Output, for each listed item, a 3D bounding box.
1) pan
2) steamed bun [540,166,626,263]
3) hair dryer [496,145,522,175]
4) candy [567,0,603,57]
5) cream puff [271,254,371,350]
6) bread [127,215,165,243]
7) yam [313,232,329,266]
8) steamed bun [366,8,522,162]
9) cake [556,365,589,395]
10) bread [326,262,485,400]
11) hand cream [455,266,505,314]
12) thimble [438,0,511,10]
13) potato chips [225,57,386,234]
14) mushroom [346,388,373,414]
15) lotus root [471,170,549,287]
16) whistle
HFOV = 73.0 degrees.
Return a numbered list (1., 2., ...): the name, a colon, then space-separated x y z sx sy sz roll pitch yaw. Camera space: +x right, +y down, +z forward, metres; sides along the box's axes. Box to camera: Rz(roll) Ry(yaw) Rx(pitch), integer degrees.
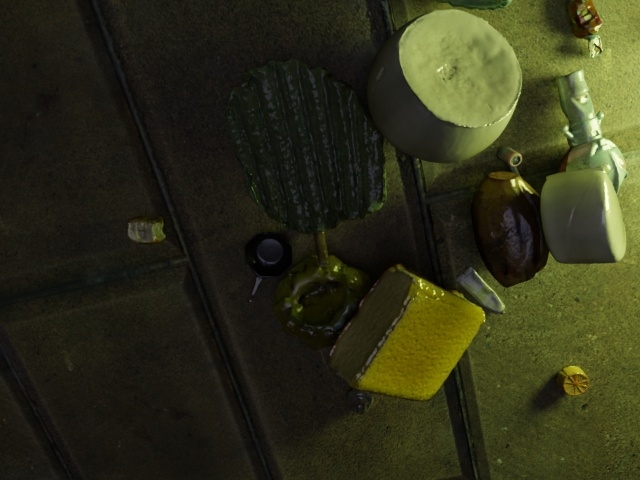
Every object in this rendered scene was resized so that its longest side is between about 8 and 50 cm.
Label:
1. pan: -0.166 0.059 1.188 0.202 0.048 0.128 -43 100 12
2. steamed bun: 0.593 -0.035 0.978 0.147 0.164 0.242 -5 150 41
3. hair dryer: 0.488 -0.180 1.087 0.037 0.063 0.114 -32 119 10
4. candy: 0.603 -0.503 0.983 0.053 0.046 0.181 -25 103 8
5. cream puff: 0.008 0.172 1.149 0.282 0.185 0.281 1 110 2
6. bread: -0.467 -0.024 1.162 0.084 0.070 0.076 5 107 3
7. yam: 0.000 0.000 1.129 0.032 0.145 0.032 -6 151 -3
8. steamed bun: 0.257 -0.320 0.944 0.325 0.206 0.323 3 78 -13
9. cake: 0.739 0.412 1.268 0.084 0.044 0.083 0 106 1
10. bread: 0.229 0.249 1.116 0.333 0.143 0.323 26 99 -36
11. hand cream: 0.454 0.147 1.207 0.165 0.037 0.057 44 104 -3
12. thimble: 0.299 -0.590 0.884 0.250 0.205 0.171 19 108 15
13. potato chips: -0.030 -0.210 1.024 0.359 0.070 0.428 -8 112 14
14. mushroom: 0.118 0.486 1.296 0.085 0.079 0.085 2 108 5
15. lotus root: 0.473 -0.034 1.071 0.193 0.193 0.290 -18 103 8
16. whistle: 0.636 -0.229 1.037 0.143 0.134 0.345 -18 96 11
